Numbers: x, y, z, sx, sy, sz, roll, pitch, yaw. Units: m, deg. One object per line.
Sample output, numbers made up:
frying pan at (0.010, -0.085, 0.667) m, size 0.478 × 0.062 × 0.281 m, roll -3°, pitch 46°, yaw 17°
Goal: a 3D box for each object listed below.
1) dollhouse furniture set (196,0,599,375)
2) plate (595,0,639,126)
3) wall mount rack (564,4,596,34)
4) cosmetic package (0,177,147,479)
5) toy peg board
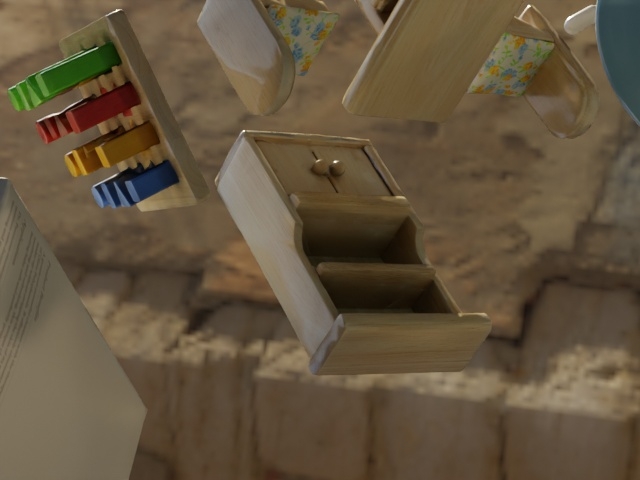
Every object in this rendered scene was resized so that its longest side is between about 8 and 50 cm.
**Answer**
dollhouse furniture set at (0.093, -0.105, 1.473) m, size 0.394 × 0.362 × 0.256 m, roll -59°, pitch 46°, yaw 34°
plate at (0.269, -0.135, 1.078) m, size 0.024 × 0.188 × 0.188 m, roll 127°, pitch 154°, yaw -74°
wall mount rack at (0.426, -0.198, 1.606) m, size 0.350 × 0.304 × 0.130 m, roll -126°, pitch 47°, yaw -54°
cosmetic package at (-0.274, 0.126, 1.322) m, size 0.365 × 0.155 × 0.197 m, roll 73°, pitch -155°, yaw -53°
toy peg board at (-0.179, -0.087, 1.346) m, size 0.160 × 0.079 × 0.161 m, roll 65°, pitch 160°, yaw -9°
